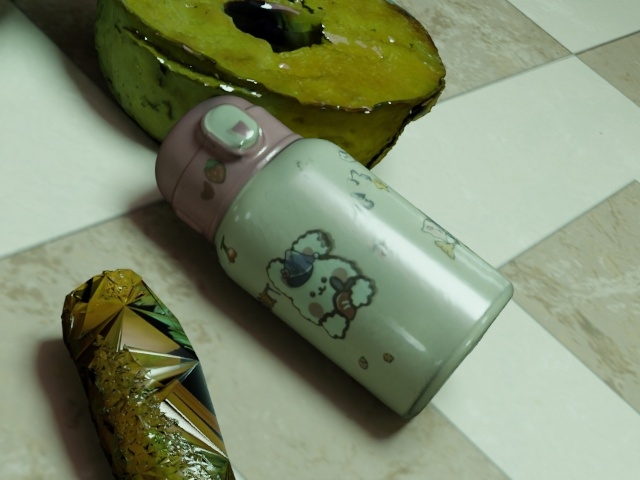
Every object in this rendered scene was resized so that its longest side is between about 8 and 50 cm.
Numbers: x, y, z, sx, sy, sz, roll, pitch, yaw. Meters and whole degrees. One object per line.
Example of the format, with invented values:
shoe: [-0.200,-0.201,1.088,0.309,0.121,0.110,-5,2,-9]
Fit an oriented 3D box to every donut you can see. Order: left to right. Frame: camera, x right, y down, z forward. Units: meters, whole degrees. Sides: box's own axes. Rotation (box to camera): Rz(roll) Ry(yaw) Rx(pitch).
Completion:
donut: [-0.049,-0.137,0.891,0.272,0.107,0.272,18,33,-12]

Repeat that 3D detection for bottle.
bottle: [0.000,0.000,0.740,0.233,0.110,0.110,39,34,9]

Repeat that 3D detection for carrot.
carrot: [-0.075,0.112,0.579,0.069,0.069,0.228,4,45,-36]
